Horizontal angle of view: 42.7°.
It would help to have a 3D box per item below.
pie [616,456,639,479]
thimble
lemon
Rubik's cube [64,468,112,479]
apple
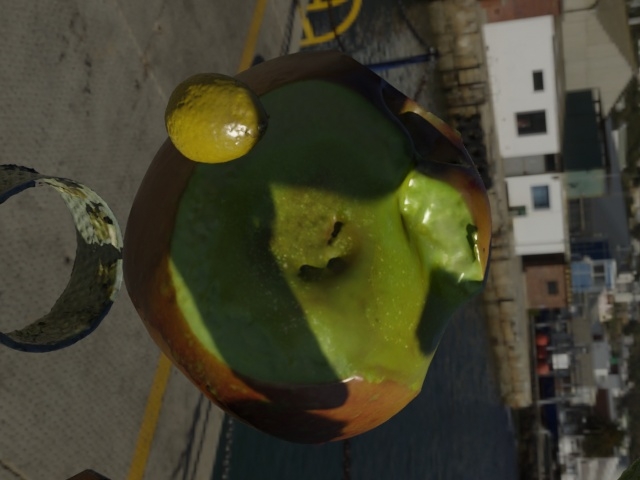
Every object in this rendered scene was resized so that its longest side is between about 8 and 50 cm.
[{"bbox_3d":[0.310,0.230,0.596,0.054,0.241,0.240,34,45,-29],"label":"pie"},{"bbox_3d":[-0.436,0.023,1.209,0.271,0.150,0.270,-14,109,-47],"label":"thimble"},{"bbox_3d":[-0.077,-0.086,0.580,0.065,0.092,0.065,-16,110,-52],"label":"lemon"},{"bbox_3d":[-0.274,0.443,0.990,0.264,0.319,0.319,-59,148,-25],"label":"Rubik's cube"},{"bbox_3d":[0.000,0.000,0.817,0.384,0.375,0.374,-125,-165,-51],"label":"apple"}]
